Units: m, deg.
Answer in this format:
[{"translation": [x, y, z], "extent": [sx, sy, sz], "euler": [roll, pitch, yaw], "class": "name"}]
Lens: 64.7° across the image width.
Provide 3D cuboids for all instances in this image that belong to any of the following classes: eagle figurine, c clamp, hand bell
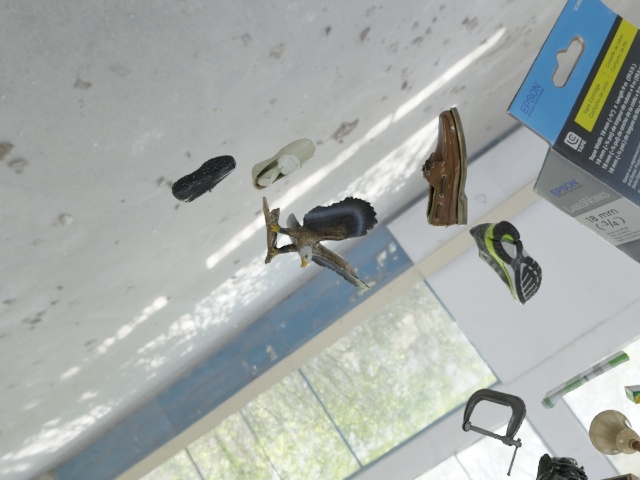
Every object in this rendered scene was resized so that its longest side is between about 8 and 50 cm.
[{"translation": [-0.001, 0.009, 1.338], "extent": [0.298, 0.225, 0.226], "euler": [3, 155, 6], "class": "eagle figurine"}, {"translation": [0.324, 0.348, 0.958], "extent": [0.137, 0.022, 0.160], "euler": [-58, -159, -13], "class": "c clamp"}, {"translation": [0.811, 0.527, 1.282], "extent": [0.126, 0.126, 0.242], "euler": [-33, 180, -4], "class": "hand bell"}]

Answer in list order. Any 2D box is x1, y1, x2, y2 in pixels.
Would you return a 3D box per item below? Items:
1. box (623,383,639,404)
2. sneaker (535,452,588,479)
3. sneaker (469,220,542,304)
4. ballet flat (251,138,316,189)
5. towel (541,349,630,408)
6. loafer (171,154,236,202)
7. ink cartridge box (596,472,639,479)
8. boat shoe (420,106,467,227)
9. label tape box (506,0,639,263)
[{"translation": [1.004, 0.443, 1.480], "extent": [0.179, 0.043, 0.105], "euler": [-11, 170, 16], "class": "box"}, {"translation": [0.426, 0.417, 0.862], "extent": [0.227, 0.087, 0.130], "euler": [91, 16, -54], "class": "sneaker"}, {"translation": [0.521, 0.057, 1.415], "extent": [0.111, 0.300, 0.121], "euler": [-39, -155, -12], "class": "sneaker"}, {"translation": [-0.113, -0.209, 1.452], "extent": [0.248, 0.086, 0.086], "euler": [-23, 177, 41], "class": "ballet flat"}, {"translation": [0.441, 0.231, 0.837], "extent": [0.152, 0.023, 0.113], "euler": [-39, 157, 18], "class": "towel"}, {"translation": [-0.344, -0.184, 1.528], "extent": [0.223, 0.076, 0.078], "euler": [-28, 146, 12], "class": "loafer"}, {"translation": [0.934, 0.790, 1.492], "extent": [0.193, 0.234, 0.088], "euler": [-54, -170, 48], "class": "ink cartridge box"}, {"translation": [0.302, -0.168, 1.245], "extent": [0.104, 0.307, 0.111], "euler": [-6, -157, 9], "class": "boat shoe"}, {"translation": [0.406, -0.143, 0.683], "extent": [0.240, 0.333, 0.106], "euler": [-57, -177, -17], "class": "label tape box"}]
